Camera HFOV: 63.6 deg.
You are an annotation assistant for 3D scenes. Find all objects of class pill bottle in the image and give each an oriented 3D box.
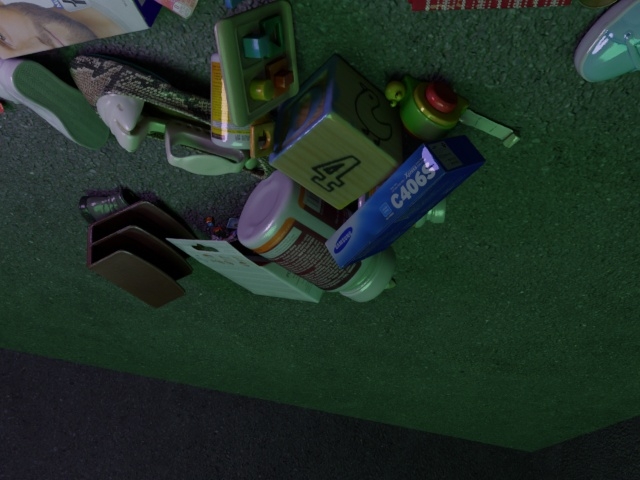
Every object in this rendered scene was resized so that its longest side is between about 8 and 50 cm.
[{"bbox_3d":[0.000,0.000,1.358,0.392,0.224,0.224,32,138,-30],"label":"pill bottle"},{"bbox_3d":[0.200,-0.091,1.279,0.208,0.117,0.117,3,145,7],"label":"pill bottle"},{"bbox_3d":[-0.153,-0.292,1.001,0.117,0.117,0.215,5,110,4],"label":"pill bottle"}]

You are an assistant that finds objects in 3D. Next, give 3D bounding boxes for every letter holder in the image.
[{"bbox_3d":[-0.494,0.045,1.521,0.214,0.152,0.302,-24,144,10],"label":"letter holder"}]

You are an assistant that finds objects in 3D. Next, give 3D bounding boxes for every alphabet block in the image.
[{"bbox_3d":[0.034,-0.216,1.067,0.197,0.192,0.193,30,138,-30],"label":"alphabet block"}]

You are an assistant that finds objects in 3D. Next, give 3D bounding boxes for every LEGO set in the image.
[{"bbox_3d":[-0.224,-0.028,1.533,0.244,0.060,0.182,7,146,-19],"label":"LEGO set"}]

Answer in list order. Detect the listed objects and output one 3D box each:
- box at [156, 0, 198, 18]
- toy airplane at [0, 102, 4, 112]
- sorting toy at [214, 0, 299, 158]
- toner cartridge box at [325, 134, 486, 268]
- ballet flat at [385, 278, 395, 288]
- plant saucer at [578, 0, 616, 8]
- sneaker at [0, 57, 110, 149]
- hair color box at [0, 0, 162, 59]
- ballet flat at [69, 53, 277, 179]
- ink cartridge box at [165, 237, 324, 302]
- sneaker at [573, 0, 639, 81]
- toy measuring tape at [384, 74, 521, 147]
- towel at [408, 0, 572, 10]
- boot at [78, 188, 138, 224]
[{"bbox_3d":[-0.184,-0.503,0.741,0.142,0.154,0.300,24,143,-22],"label":"box"},{"bbox_3d":[-0.819,-0.345,1.199,0.151,0.028,0.151,4,145,3],"label":"toy airplane"},{"bbox_3d":[-0.095,-0.315,0.919,0.047,0.196,0.347,15,129,28],"label":"sorting toy"},{"bbox_3d":[0.169,-0.075,1.090,0.165,0.075,0.348,-18,160,-45],"label":"toner cartridge box"},{"bbox_3d":[0.174,0.129,1.653,0.168,0.052,0.057,30,139,-29],"label":"ballet flat"},{"bbox_3d":[0.462,-0.423,0.844,0.083,0.015,0.083,5,145,3],"label":"plant saucer"},{"bbox_3d":[-0.614,-0.318,1.152,0.169,0.108,0.292,23,167,21],"label":"sneaker"},{"bbox_3d":[-0.478,-0.451,0.914,0.339,0.110,0.185,-3,145,18],"label":"hair color box"},{"bbox_3d":[-0.313,-0.245,1.102,0.483,0.182,0.164,17,152,-13],"label":"ballet flat"},{"bbox_3d":[-0.211,0.058,1.508,0.308,0.091,0.385,2,152,45],"label":"ink cartridge box"},{"bbox_3d":[0.592,-0.345,0.812,0.135,0.150,0.366,33,138,-30],"label":"sneaker"},{"bbox_3d":[0.276,-0.237,1.061,0.330,0.121,0.121,20,143,-17],"label":"toy measuring tape"},{"bbox_3d":[0.279,-0.463,0.812,0.275,0.031,0.199,1,143,6],"label":"towel"},{"bbox_3d":[-0.584,-0.052,1.531,0.161,0.083,0.246,-6,145,9],"label":"boot"}]
